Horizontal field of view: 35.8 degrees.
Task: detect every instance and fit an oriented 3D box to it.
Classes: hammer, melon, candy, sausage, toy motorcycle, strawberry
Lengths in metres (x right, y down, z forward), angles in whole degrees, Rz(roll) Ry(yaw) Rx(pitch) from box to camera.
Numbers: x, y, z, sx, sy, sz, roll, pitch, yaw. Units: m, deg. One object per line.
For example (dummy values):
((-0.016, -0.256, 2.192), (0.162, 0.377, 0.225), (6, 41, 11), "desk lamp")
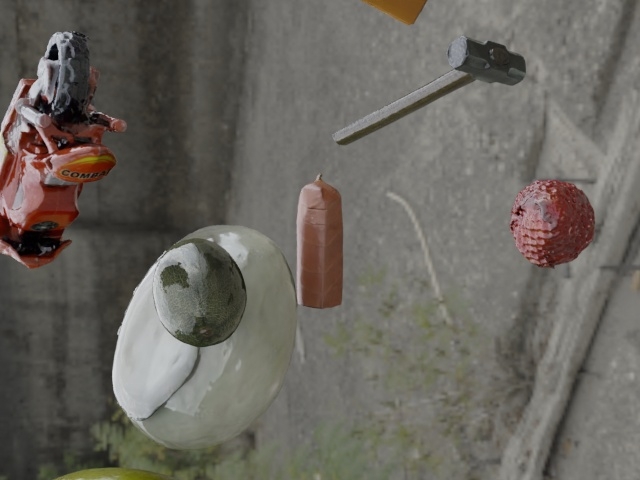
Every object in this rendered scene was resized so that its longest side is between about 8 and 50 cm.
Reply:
((0.135, -0.205, 1.468), (0.365, 0.111, 0.043), (-22, 65, 52), "hammer")
((-0.125, 0.052, 1.025), (0.131, 0.098, 0.098), (-105, 17, -52), "melon")
((-0.136, 0.120, 1.216), (0.295, 0.185, 0.296), (-33, 43, 37), "candy")
((0.000, 0.000, 1.284), (0.065, 0.065, 0.169), (-133, 43, -74), "sausage")
((-0.275, -0.074, 0.987), (0.298, 0.089, 0.171), (-42, 50, 50), "toy motorcycle")
((0.514, -0.047, 2.217), (0.244, 0.205, 0.205), (23, -117, -75), "strawberry")

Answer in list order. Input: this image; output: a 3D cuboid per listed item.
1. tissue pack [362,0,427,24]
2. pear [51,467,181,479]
((0.073, -0.418, 1.126), (0.275, 0.194, 0.145), (-60, 39, 14), "tissue pack")
((-0.236, 0.386, 1.158), (0.253, 0.307, 0.253), (17, -90, -81), "pear")
